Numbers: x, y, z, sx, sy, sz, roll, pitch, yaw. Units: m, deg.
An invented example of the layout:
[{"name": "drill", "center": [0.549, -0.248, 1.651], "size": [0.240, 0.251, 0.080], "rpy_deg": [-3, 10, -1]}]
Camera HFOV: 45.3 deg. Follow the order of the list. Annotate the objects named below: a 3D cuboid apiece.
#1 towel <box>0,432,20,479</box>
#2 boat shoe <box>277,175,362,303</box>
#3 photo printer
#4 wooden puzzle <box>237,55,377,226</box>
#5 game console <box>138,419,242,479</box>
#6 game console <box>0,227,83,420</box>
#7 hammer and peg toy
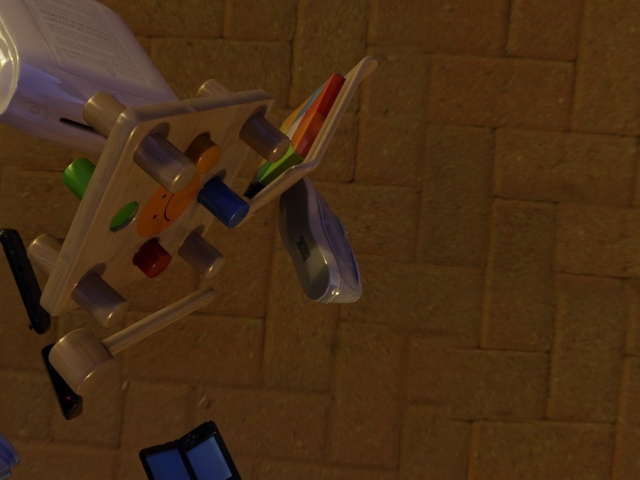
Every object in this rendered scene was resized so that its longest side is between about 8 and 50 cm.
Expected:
[{"name": "towel", "center": [-0.469, 0.170, 0.824], "size": [0.034, 0.209, 0.285], "rpy_deg": [-42, 83, 13]}, {"name": "boat shoe", "center": [0.001, 0.000, 1.090], "size": [0.081, 0.228, 0.079], "rpy_deg": [16, 130, -36]}, {"name": "photo printer", "center": [-0.329, -0.225, 0.998], "size": [0.107, 0.256, 0.307], "rpy_deg": [-53, 53, 22]}, {"name": "wooden puzzle", "center": [-0.032, -0.141, 1.076], "size": [0.044, 0.221, 0.239], "rpy_deg": [39, 56, -13]}, {"name": "game console", "center": [-0.192, 0.343, 1.146], "size": [0.107, 0.071, 0.122], "rpy_deg": [-33, 66, 5]}, {"name": "game console", "center": [-0.510, 0.152, 1.395], "size": [0.044, 0.213, 0.361], "rpy_deg": [-20, 87, -22]}, {"name": "hammer and peg toy", "center": [-0.196, -0.011, 0.876], "size": [0.127, 0.266, 0.361], "rpy_deg": [39, 120, 13]}]
